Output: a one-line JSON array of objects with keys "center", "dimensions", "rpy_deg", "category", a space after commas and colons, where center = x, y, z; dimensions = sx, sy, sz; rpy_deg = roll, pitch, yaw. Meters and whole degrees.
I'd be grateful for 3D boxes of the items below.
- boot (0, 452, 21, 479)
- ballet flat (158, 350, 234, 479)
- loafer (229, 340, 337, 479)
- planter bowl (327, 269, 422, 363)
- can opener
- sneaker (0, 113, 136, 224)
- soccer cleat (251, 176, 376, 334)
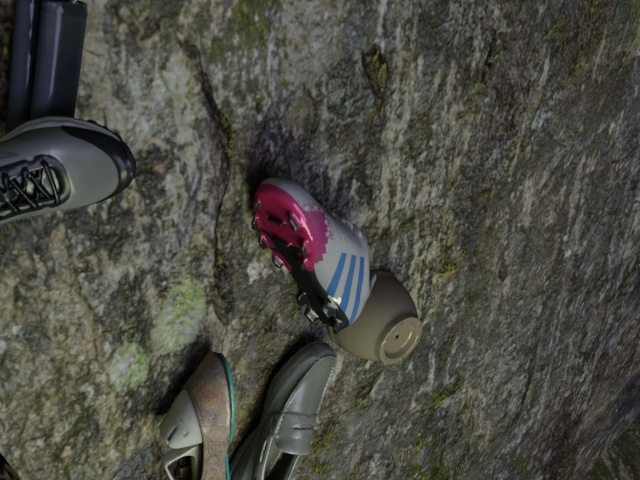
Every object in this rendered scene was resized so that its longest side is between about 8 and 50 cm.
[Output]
[{"center": [-0.441, 0.164, 0.630], "dimensions": [0.138, 0.284, 0.377], "rpy_deg": [-52, 139, 1], "category": "boot"}, {"center": [-0.193, 0.311, 1.095], "dimensions": [0.106, 0.107, 0.316], "rpy_deg": [-12, 125, -26], "category": "ballet flat"}, {"center": [-0.051, 0.323, 1.217], "dimensions": [0.112, 0.111, 0.319], "rpy_deg": [12, 110, -45], "category": "loafer"}, {"center": [0.108, 0.147, 1.235], "dimensions": [0.162, 0.109, 0.162], "rpy_deg": [-22, 131, -28], "category": "planter bowl"}, {"center": [-0.271, -0.215, 0.670], "dimensions": [0.093, 0.074, 0.280], "rpy_deg": [-24, 136, -49], "category": "can opener"}, {"center": [-0.311, -0.047, 0.666], "dimensions": [0.271, 0.108, 0.100], "rpy_deg": [-8, 129, -7], "category": "sneaker"}, {"center": [0.000, 0.000, 1.053], "dimensions": [0.143, 0.116, 0.331], "rpy_deg": [-51, 143, -24], "category": "soccer cleat"}]
